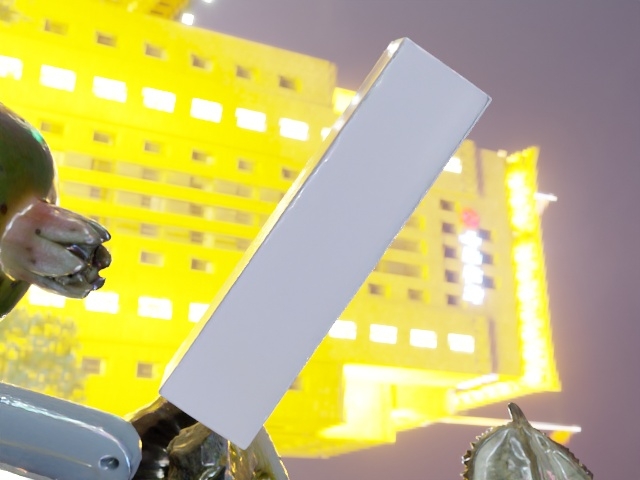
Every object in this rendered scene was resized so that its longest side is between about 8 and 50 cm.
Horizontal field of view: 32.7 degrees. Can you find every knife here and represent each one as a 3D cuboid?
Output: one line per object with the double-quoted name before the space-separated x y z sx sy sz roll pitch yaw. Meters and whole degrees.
"knife" -0.157 0.077 0.469 0.023 0.162 0.044 -93 -157 -60

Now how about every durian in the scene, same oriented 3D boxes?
"durian" 0.208 0.257 1.121 0.091 0.148 0.188 104 -17 -59

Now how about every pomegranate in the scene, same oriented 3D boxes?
"pomegranate" -0.228 -0.013 0.684 0.210 0.180 0.180 17 -81 19

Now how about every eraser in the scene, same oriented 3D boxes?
"eraser" 0.000 0.000 0.777 0.298 0.076 0.078 -55 -173 3

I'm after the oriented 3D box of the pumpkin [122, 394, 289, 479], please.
"pumpkin" -0.122 0.273 0.892 0.293 0.197 0.263 -102 173 -62
